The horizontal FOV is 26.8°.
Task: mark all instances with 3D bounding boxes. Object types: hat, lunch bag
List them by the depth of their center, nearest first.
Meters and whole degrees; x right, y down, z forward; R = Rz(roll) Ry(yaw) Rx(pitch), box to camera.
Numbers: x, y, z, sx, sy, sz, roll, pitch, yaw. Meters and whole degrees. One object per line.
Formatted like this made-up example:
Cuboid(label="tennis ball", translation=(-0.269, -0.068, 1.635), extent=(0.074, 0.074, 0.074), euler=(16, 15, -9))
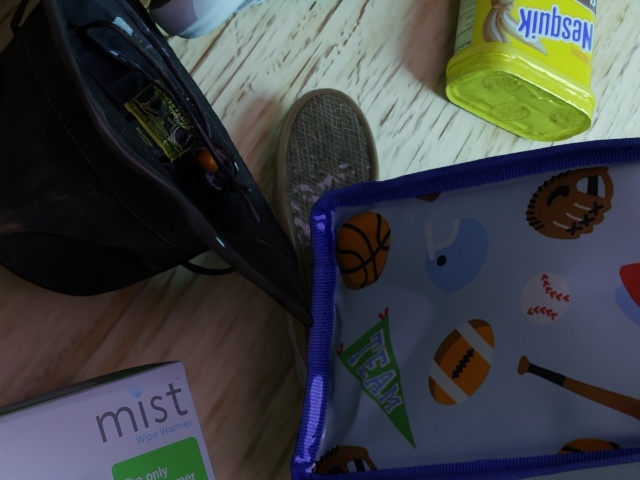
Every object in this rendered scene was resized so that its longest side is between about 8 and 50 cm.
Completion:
Cuboid(label="hat", translation=(-0.134, -0.051, 0.761), extent=(0.134, 0.331, 0.331), euler=(-32, 99, 4))
Cuboid(label="lunch bag", translation=(0.231, 0.063, 0.827), extent=(0.328, 0.385, 0.239), euler=(20, 67, -48))

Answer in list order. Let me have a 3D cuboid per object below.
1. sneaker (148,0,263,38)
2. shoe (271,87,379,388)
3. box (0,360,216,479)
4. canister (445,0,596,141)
Cuboid(label="sneaker", translation=(-0.005, -0.207, 0.939), extent=(0.123, 0.106, 0.290), euler=(51, 48, -16))
Cuboid(label="shoe", translation=(0.000, 0.000, 0.935), extent=(0.076, 0.058, 0.219), euler=(4, 71, -14))
Cuboid(label="box", translation=(-0.177, 0.209, 0.707), extent=(0.262, 0.126, 0.231), euler=(-14, 88, -37))
Cuboid(label="canister", translation=(0.167, -0.182, 1.086), extent=(0.126, 0.073, 0.170), euler=(22, 65, -30))
